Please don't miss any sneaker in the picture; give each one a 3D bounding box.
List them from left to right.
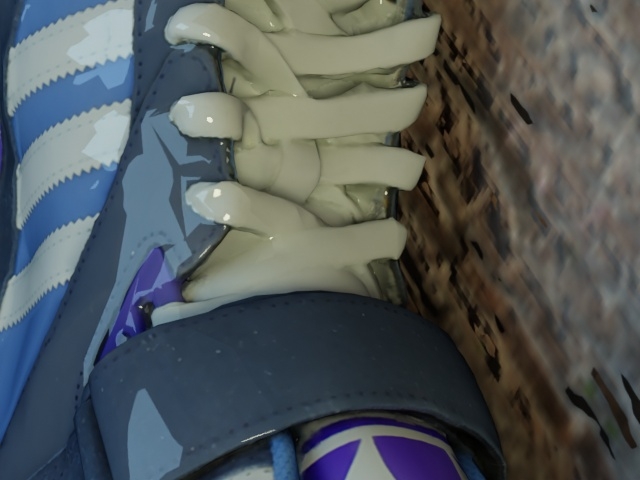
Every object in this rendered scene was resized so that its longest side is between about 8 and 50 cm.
[{"bbox_3d":[-0.001,0.000,0.436,0.236,0.130,0.322,35,109,48],"label":"sneaker"}]
